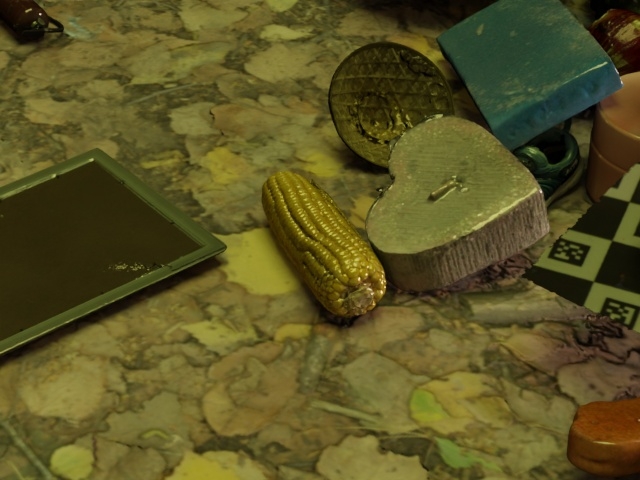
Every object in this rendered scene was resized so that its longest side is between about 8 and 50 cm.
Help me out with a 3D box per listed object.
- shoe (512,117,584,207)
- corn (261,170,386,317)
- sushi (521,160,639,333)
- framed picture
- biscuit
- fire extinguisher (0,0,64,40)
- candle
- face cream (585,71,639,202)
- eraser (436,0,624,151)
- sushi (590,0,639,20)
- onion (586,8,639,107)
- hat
[{"bbox_3d":[0.215,-0.070,1.678,0.143,0.071,0.064,-33,48,-28],"label":"shoe"},{"bbox_3d":[0.000,0.000,1.576,0.072,0.072,0.203,-13,38,-20],"label":"corn"},{"bbox_3d":[0.397,-0.005,1.434,0.339,0.069,0.320,28,46,28],"label":"sushi"},{"bbox_3d":[-0.274,0.015,1.586,0.296,0.019,0.232,-25,43,-31],"label":"framed picture"},{"bbox_3d":[0.360,0.163,1.342,0.334,0.047,0.202,-11,22,-35],"label":"biscuit"},{"bbox_3d":[-0.357,-0.276,1.961,0.078,0.045,0.157,1,28,-40],"label":"fire extinguisher"},{"bbox_3d":[0.137,-0.037,1.589,0.168,0.068,0.192,5,50,23],"label":"candle"},{"bbox_3d":[0.352,-0.094,1.687,0.149,0.104,0.149,1,37,-1],"label":"face cream"},{"bbox_3d":[0.219,-0.196,1.776,0.144,0.043,0.312,-29,24,6],"label":"eraser"},{"bbox_3d":[0.488,-0.335,1.962,0.352,0.178,0.294,14,39,18],"label":"sushi"},{"bbox_3d":[0.335,-0.195,1.819,0.118,0.117,0.119,0,61,0],"label":"onion"},{"bbox_3d":[0.067,-0.135,1.776,0.146,0.067,0.146,5,74,-18],"label":"hat"}]
